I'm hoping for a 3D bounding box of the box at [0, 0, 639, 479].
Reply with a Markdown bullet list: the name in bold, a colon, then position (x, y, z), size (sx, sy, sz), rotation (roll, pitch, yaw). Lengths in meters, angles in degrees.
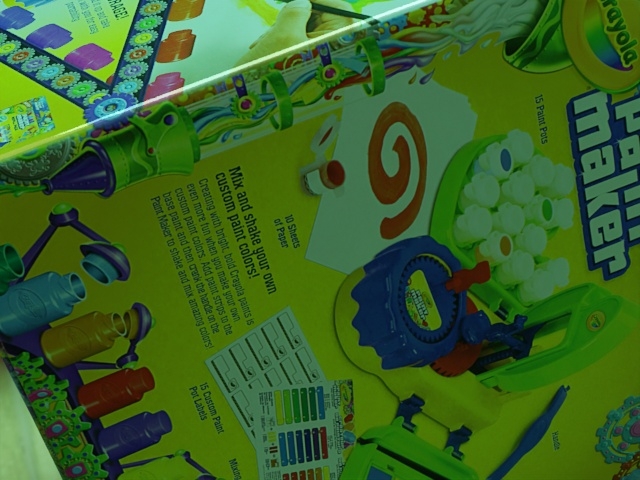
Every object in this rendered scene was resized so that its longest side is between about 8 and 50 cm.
- **box**: position (0.000, 0.000, 0.623), size (0.279, 0.290, 0.177), rotation (-20, 37, -7)
